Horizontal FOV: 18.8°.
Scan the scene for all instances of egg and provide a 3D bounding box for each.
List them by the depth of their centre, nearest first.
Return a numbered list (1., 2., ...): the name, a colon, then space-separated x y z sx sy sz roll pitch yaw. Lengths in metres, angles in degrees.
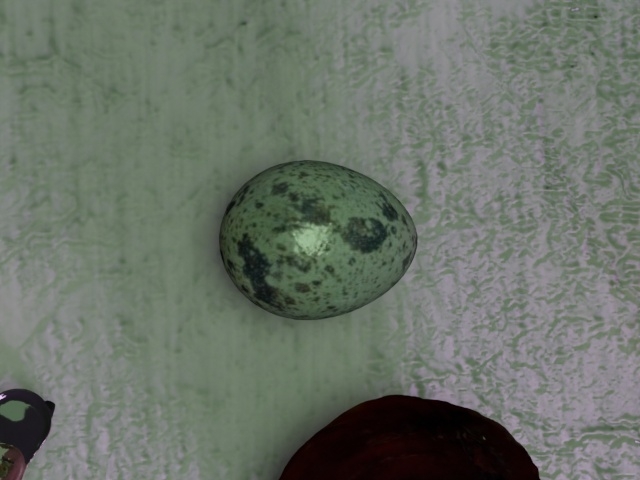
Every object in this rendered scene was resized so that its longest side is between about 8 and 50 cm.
1. egg: 0.000 0.000 1.604 0.172 0.132 0.132 1 87 -23

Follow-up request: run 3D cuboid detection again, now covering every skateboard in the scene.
1. skateboard: -0.257 0.192 1.555 0.067 0.080 0.151 17 86 -20

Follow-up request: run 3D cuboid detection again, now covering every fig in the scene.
1. fig: 0.064 0.249 1.571 0.263 0.224 0.224 -38 97 -7
